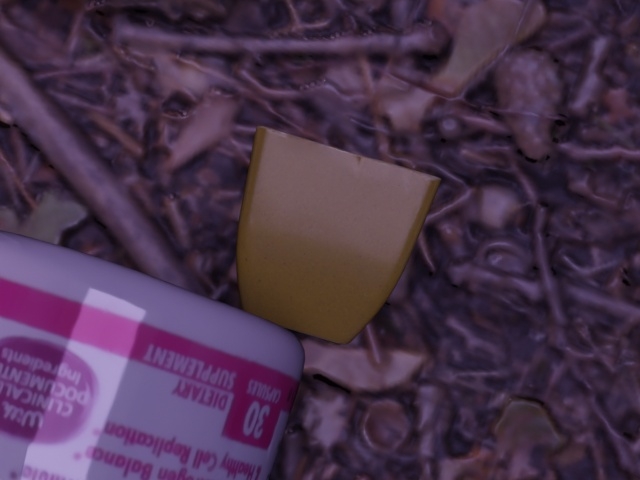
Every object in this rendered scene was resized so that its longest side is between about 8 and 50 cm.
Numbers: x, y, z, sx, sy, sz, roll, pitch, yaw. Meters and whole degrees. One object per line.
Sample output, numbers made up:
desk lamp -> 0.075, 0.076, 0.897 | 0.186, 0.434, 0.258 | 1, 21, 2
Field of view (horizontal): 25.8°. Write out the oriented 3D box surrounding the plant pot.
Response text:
plant pot -> 0.000, 0.000, 0.624 | 0.081, 0.081, 0.083 | 15, 93, -3

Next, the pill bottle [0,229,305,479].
pill bottle -> -0.121, 0.149, 0.552 | 0.160, 0.160, 0.283 | 18, 83, -3
